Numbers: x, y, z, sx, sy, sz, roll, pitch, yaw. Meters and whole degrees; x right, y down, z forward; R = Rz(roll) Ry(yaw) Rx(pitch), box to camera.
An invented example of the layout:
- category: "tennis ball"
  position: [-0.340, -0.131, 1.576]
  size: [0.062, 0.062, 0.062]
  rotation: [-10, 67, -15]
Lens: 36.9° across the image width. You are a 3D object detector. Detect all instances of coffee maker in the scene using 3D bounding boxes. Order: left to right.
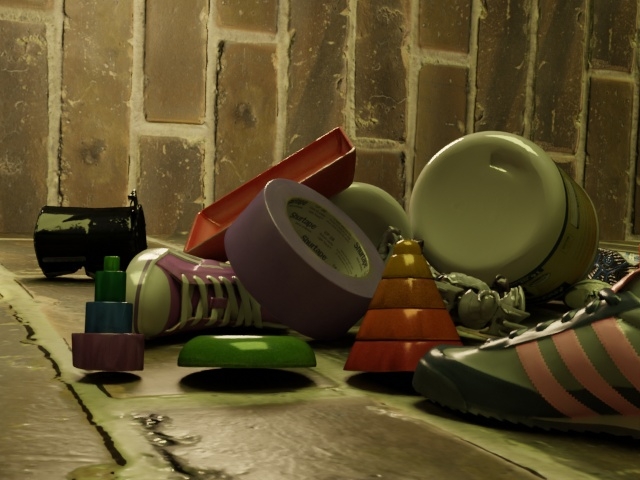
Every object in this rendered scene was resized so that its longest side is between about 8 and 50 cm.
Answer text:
- category: "coffee maker"
  position: [-0.398, -0.015, 1.663]
  size: [0.178, 0.171, 0.120]
  rotation: [0, 20, -2]

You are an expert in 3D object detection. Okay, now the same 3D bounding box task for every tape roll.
- category: "tape roll"
  position: [-0.015, 0.021, 1.127]
  size: [0.189, 0.080, 0.189]
  rotation: [36, 24, -19]

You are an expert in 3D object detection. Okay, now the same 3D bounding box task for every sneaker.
- category: "sneaker"
  position: [-0.115, 0.064, 1.115]
  size: [0.161, 0.102, 0.282]
  rotation: [6, 4, 16]
- category: "sneaker"
  position: [0.219, 0.079, 0.734]
  size: [0.319, 0.131, 0.112]
  rotation: [1, 1, 32]
- category: "sneaker"
  position: [0.430, 0.089, 1.427]
  size: [0.135, 0.052, 0.058]
  rotation: [2, 7, 13]
- category: "sneaker"
  position: [0.585, 0.065, 1.795]
  size: [0.081, 0.080, 0.211]
  rotation: [8, 9, -40]

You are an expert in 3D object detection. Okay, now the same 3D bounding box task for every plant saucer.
- category: "plant saucer"
  position: [-0.061, -0.060, 1.329]
  size: [0.258, 0.047, 0.259]
  rotation: [-31, 12, 4]

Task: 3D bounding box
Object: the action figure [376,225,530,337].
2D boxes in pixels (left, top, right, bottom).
- category: "action figure"
  position: [0.154, 0.056, 1.210]
  size: [0.185, 0.099, 0.285]
  rotation: [31, -4, -19]

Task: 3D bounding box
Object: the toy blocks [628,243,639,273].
- category: "toy blocks"
  position: [0.566, 0.032, 1.630]
  size: [0.054, 0.148, 0.123]
  rotation: [5, 4, 41]

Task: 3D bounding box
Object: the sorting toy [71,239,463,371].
- category: "sorting toy"
  position: [-0.042, 0.059, 0.885]
  size: [0.366, 0.126, 0.127]
  rotation: [1, -6, -5]

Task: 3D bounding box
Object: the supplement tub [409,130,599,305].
- category: "supplement tub"
  position: [0.295, -0.022, 1.466]
  size: [0.228, 0.228, 0.316]
  rotation: [4, -9, 30]

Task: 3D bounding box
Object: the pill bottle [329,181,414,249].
- category: "pill bottle"
  position: [0.000, 0.000, 1.491]
  size: [0.188, 0.187, 0.334]
  rotation: [1, 3, -18]
